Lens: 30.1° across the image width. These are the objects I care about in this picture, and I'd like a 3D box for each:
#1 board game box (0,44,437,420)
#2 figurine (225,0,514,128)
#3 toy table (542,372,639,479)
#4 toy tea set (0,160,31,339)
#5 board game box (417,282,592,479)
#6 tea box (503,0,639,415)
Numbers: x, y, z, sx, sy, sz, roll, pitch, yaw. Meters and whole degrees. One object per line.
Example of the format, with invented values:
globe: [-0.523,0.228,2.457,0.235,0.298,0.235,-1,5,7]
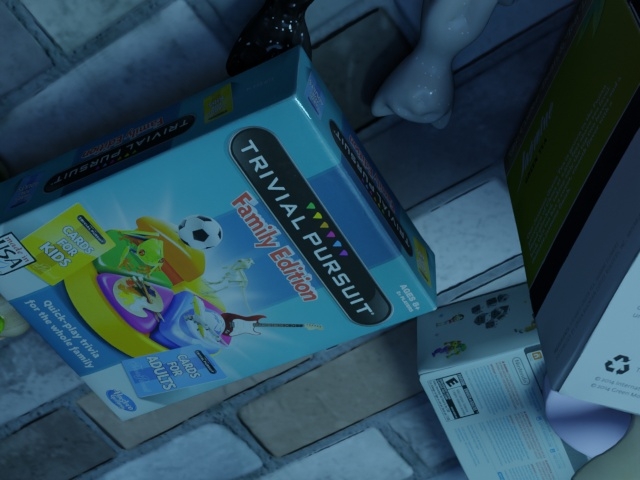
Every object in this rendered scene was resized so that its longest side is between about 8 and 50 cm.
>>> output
board game box: [-0.103,0.009,1.044,0.336,0.079,0.254,-21,126,20]
figurine: [0.045,-0.188,0.966,0.215,0.092,0.209,16,132,-9]
toy table: [0.341,0.182,1.039,0.274,0.161,0.252,-6,125,8]
toy tea set: [-0.402,-0.016,1.074,0.336,0.124,0.200,29,121,-16]
board game box: [0.273,0.141,1.167,0.303,0.097,0.224,-17,123,15]
tea box: [0.345,-0.022,0.910,0.329,0.323,0.220,16,124,-8]
